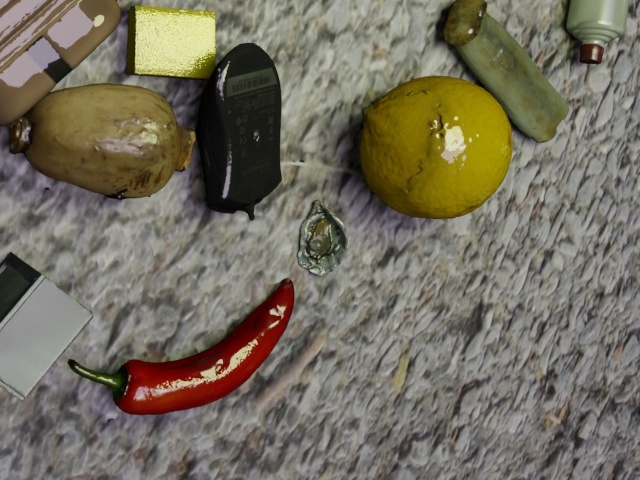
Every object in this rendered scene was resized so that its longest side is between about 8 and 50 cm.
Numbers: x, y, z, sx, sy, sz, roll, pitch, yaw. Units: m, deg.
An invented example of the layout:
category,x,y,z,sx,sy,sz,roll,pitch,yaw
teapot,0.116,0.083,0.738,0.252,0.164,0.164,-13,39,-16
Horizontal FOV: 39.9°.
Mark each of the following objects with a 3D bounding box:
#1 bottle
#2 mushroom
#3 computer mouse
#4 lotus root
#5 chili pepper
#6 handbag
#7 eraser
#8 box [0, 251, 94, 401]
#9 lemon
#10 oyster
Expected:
category,x,y,z,sx,sy,sz,roll,pitch,yaw
bottle,0.504,-0.441,1.591,0.104,0.104,0.245,7,93,-29
mushroom,0.318,-0.294,1.528,0.312,0.081,0.100,41,80,-30
computer mouse,-0.124,-0.157,1.301,0.147,0.088,0.264,-21,115,-49
lotus root,-0.284,-0.132,1.191,0.256,0.140,0.155,0,90,-22
chili pepper,-0.184,0.177,1.325,0.368,0.092,0.137,-20,87,-32
handbag,-0.385,-0.225,1.039,0.283,0.302,0.149,-44,114,-11
eraser,-0.213,-0.281,1.262,0.122,0.045,0.097,-3,98,-27
box,-0.384,0.102,1.116,0.086,0.225,0.129,44,75,-25
lemon,0.188,-0.148,1.391,0.253,0.228,0.229,-12,102,-35
oyster,-0.001,0.000,1.425,0.098,0.037,0.100,41,98,-7
